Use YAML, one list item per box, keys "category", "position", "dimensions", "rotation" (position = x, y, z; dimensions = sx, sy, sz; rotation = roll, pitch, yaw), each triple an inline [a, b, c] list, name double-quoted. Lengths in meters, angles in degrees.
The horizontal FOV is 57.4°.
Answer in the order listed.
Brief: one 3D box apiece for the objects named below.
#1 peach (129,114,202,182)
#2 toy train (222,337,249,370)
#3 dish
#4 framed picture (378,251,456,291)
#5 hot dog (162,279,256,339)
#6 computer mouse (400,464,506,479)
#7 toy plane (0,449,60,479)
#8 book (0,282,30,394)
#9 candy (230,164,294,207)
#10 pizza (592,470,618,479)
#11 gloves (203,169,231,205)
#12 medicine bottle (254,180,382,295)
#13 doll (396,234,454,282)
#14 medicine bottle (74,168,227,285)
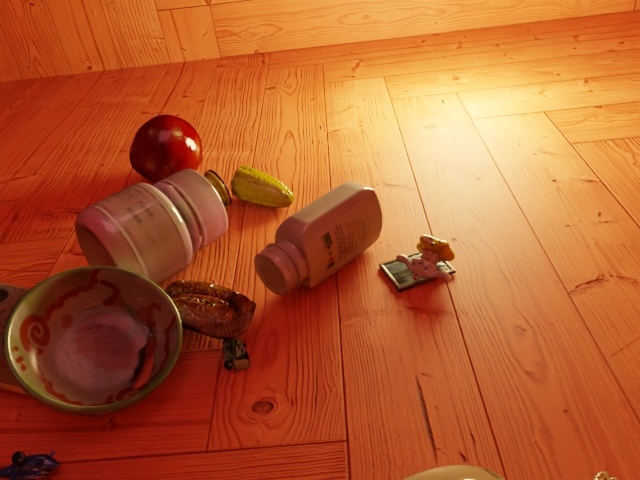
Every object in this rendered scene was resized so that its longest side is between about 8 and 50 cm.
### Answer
- category: "peach"
  position: [-0.491, -0.283, 1.843]
  dimensions: [0.244, 0.199, 0.243]
  rotation: [-10, 41, 9]
- category: "toy train"
  position: [-0.176, 0.231, 1.205]
  dimensions: [0.053, 0.033, 0.083]
  rotation: [-6, 35, -7]
- category: "dish"
  position: [-0.447, 0.214, 1.169]
  dimensions: [0.325, 0.124, 0.324]
  rotation: [11, 48, -13]
- category: "framed picture"
  position: [0.227, 0.066, 1.382]
  dimensions: [0.149, 0.011, 0.109]
  rotation: [-17, 37, -13]
- category: "hot dog"
  position: [-0.258, 0.144, 1.283]
  dimensions: [0.268, 0.075, 0.144]
  rotation: [6, 26, 30]
- category: "computer mouse"
  position: [0.170, 0.389, 0.841]
  dimensions: [0.237, 0.081, 0.145]
  rotation: [-13, 5, -14]
- category: "toy plane"
  position: [-0.537, 0.405, 1.017]
  dimensions: [0.167, 0.054, 0.062]
  rotation: [-7, 61, -1]
- category: "book"
  position: [-0.654, 0.209, 1.283]
  dimensions: [0.389, 0.032, 0.268]
  rotation: [9, 38, 10]
- category: "candy"
  position: [-0.162, -0.147, 1.686]
  dimensions: [0.199, 0.094, 0.106]
  rotation: [21, 38, 26]
- category: "pizza"
  position: [0.391, 0.411, 0.822]
  dimensions: [0.154, 0.069, 0.194]
  rotation: [9, 32, 22]
- category: "gloves"
  position: [-0.403, -0.078, 1.634]
  dimensions: [0.294, 0.116, 0.133]
  rotation: [-34, 36, -23]
- category: "medicine bottle"
  position: [0.000, 0.000, 1.371]
  dimensions: [0.124, 0.179, 0.324]
  rotation: [25, 48, 36]
- category: "doll"
  position: [0.241, 0.047, 1.354]
  dimensions: [0.135, 0.071, 0.113]
  rotation: [0, 54, 21]
- category: "medicine bottle"
  position: [-0.404, -0.026, 1.426]
  dimensions: [0.241, 0.241, 0.302]
  rotation: [25, 47, 37]
